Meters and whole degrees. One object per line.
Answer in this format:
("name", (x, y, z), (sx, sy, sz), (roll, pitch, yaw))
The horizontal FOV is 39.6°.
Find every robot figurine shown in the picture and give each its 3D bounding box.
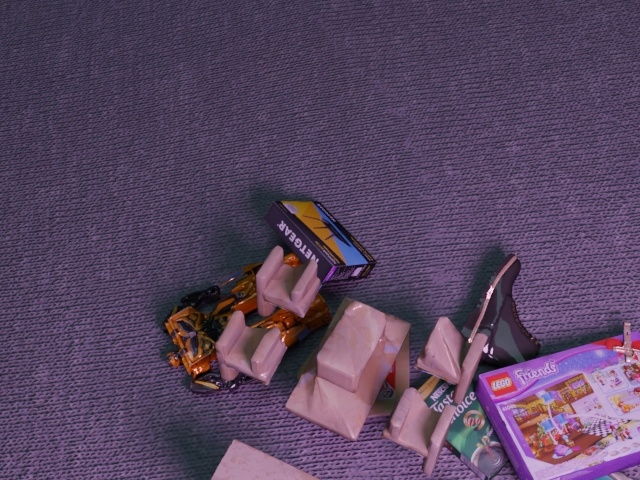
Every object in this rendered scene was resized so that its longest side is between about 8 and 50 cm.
("robot figurine", (-0.141, 0.141, 1.563), (0.291, 0.085, 0.211), (-27, 59, -10))

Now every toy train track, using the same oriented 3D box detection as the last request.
("toy train track", (0.501, 0.163, 1.449), (0.048, 0.014, 0.083), (8, 46, 7))

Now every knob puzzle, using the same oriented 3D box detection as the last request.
("knob puzzle", (0.057, 0.229, 1.518), (0.213, 0.030, 0.213), (-9, 49, 10))

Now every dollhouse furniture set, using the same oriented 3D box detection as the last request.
("dollhouse furniture set", (0.006, 0.279, 1.376), (0.362, 0.256, 0.394), (22, 57, 13))

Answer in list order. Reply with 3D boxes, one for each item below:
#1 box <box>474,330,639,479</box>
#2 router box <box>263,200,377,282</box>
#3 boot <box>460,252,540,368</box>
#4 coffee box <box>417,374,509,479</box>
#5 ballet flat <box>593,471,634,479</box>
("box", (0.419, 0.267, 1.401), (0.293, 0.057, 0.200), (-13, 49, -12))
("router box", (0.000, 0.000, 1.610), (0.133, 0.046, 0.179), (-4, 44, -52))
("boot", (0.334, 0.134, 1.530), (0.137, 0.077, 0.197), (27, 79, 15))
("coffee box", (0.240, 0.293, 1.454), (0.113, 0.040, 0.184), (-40, 63, -16))
("ballet flat", (0.483, 0.400, 1.367), (0.168, 0.057, 0.052), (40, 41, 22))
